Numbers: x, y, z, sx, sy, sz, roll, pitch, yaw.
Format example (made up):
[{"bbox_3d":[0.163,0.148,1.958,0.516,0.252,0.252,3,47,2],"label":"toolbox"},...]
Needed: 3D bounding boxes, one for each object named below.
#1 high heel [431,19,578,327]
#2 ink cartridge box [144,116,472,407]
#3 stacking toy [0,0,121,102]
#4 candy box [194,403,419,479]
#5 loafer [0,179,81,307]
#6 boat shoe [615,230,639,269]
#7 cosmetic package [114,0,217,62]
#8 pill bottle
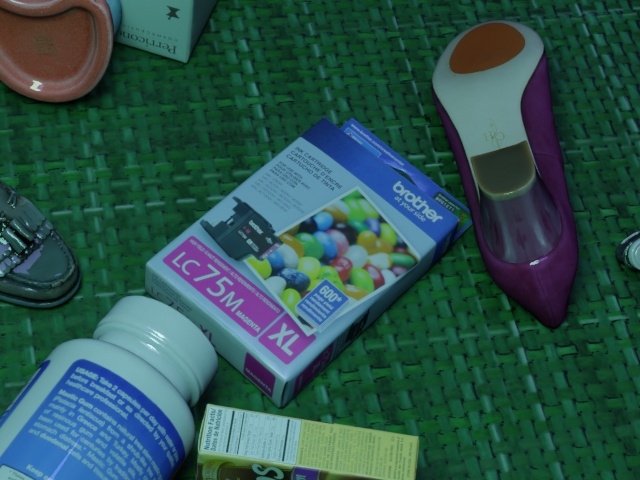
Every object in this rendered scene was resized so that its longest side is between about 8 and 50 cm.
[{"bbox_3d":[0.195,-0.081,1.629,0.127,0.181,0.377,-11,36,14],"label":"high heel"},{"bbox_3d":[0.000,0.000,1.539,0.186,0.065,0.311,39,58,17],"label":"ink cartridge box"},{"bbox_3d":[-0.347,-0.288,1.565,0.309,0.279,0.130,9,44,0],"label":"stacking toy"},{"bbox_3d":[-0.015,0.203,1.366,0.187,0.109,0.053,9,55,-1],"label":"candy box"},{"bbox_3d":[-0.344,-0.032,1.495,0.267,0.084,0.096,33,57,14],"label":"loafer"},{"bbox_3d":[0.360,0.000,1.600,0.125,0.038,0.046,-22,104,-21],"label":"boat shoe"},{"bbox_3d":[-0.181,-0.317,1.653,0.151,0.183,0.151,17,54,4],"label":"cosmetic package"},{"bbox_3d":[-0.201,0.181,1.329,0.152,0.152,0.272,28,56,11],"label":"pill bottle"}]
